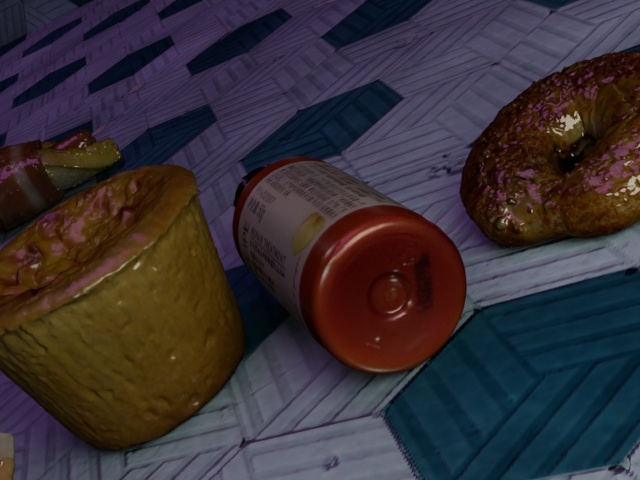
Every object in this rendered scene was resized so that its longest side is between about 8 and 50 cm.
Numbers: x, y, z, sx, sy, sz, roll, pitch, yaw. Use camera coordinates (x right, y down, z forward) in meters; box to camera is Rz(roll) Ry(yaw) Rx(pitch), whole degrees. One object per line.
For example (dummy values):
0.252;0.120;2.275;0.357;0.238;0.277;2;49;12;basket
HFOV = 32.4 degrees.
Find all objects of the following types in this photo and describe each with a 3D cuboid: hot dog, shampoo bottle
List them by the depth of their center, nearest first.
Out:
0.000;0.000;0.790;0.104;0.104;0.278;-34;23;-8;shampoo bottle
-0.391;-0.080;1.441;0.261;0.093;0.123;-32;24;-2;hot dog

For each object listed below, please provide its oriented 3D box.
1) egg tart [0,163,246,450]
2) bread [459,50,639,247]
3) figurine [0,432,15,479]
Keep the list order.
-0.144;0.052;0.807;0.202;0.147;0.202;-27;23;13;egg tart
0.183;-0.067;0.759;0.193;0.064;0.193;-26;27;14;bread
-0.291;0.200;0.726;0.195;0.111;0.102;-27;54;-2;figurine
